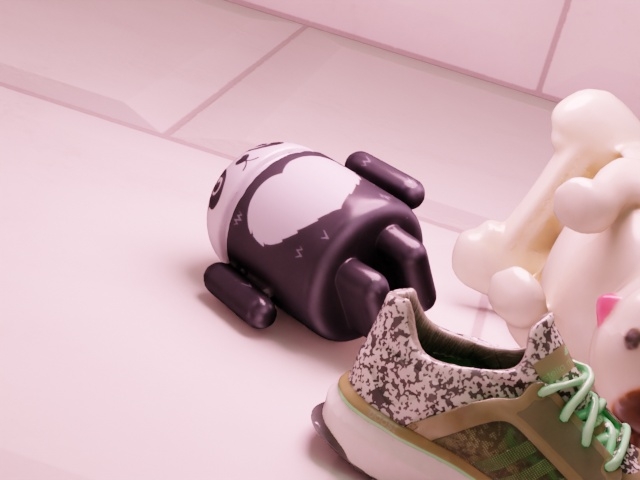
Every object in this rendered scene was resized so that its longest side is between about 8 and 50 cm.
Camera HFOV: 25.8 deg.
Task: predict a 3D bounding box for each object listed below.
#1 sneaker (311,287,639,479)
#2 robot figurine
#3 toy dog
[{"bbox_3d":[0.202,0.162,1.241,0.410,0.182,0.158,19,20,7],"label":"sneaker"},{"bbox_3d":[-0.002,0.000,1.525,0.209,0.173,0.278,-2,27,-46],"label":"robot figurine"},{"bbox_3d":[0.356,0.082,1.516,0.395,0.284,0.408,40,13,-19],"label":"toy dog"}]
